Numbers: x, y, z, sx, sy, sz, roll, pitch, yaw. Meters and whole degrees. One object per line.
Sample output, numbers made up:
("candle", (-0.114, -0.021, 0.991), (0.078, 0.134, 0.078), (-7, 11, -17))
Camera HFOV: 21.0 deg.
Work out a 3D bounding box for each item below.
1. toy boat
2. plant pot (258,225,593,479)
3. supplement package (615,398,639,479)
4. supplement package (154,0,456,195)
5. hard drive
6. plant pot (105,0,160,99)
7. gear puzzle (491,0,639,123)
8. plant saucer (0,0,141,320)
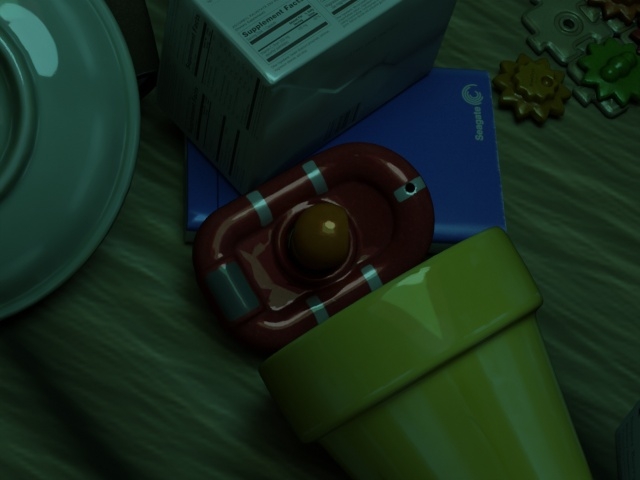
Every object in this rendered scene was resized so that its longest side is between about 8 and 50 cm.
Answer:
("toy boat", (0.000, 0.000, 1.599), (0.231, 0.151, 0.151), (-30, 89, -11))
("plant pot", (0.110, 0.151, 1.525), (0.254, 0.254, 0.239), (-28, 85, -24))
("supplement package", (0.389, 0.191, 1.510), (0.175, 0.293, 0.177), (6, 59, -8))
("supplement package", (-0.010, -0.204, 1.664), (0.262, 0.204, 0.145), (-35, 72, -26))
("hard drive", (0.022, -0.089, 1.748), (0.318, 0.040, 0.210), (3, 60, -9))
("plant pot", (-0.261, -0.231, 1.697), (0.215, 0.215, 0.230), (-29, 82, -24))
("gear puzzle", (0.319, -0.231, 1.884), (0.339, 0.044, 0.175), (-30, 70, -24))
("plant saucer", (-0.363, -0.112, 1.550), (0.400, 0.100, 0.400), (0, 90, -5))
